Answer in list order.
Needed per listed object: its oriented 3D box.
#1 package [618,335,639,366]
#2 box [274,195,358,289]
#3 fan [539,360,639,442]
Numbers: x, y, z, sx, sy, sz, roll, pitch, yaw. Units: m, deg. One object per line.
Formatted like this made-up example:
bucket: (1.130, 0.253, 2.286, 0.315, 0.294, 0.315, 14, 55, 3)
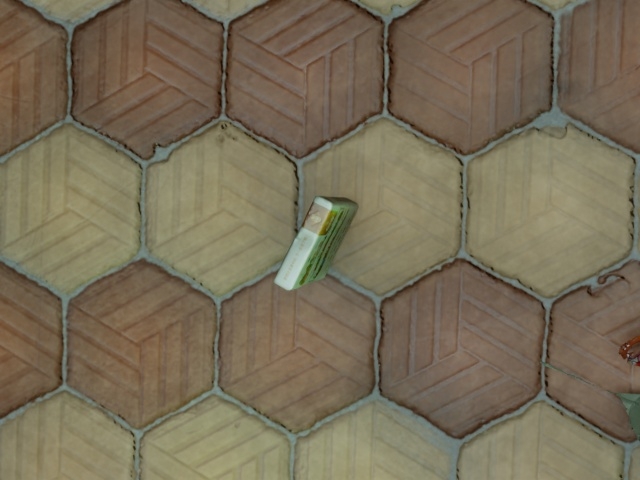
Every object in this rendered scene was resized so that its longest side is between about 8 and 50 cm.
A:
package: (0.554, 0.109, 1.431, 0.288, 0.108, 0.223, 24, 100, -2)
box: (-0.001, 0.000, 1.455, 0.032, 0.220, 0.122, 28, 96, 9)
fan: (0.424, 0.221, 1.455, 0.310, 0.182, 0.010, 24, 126, 28)
